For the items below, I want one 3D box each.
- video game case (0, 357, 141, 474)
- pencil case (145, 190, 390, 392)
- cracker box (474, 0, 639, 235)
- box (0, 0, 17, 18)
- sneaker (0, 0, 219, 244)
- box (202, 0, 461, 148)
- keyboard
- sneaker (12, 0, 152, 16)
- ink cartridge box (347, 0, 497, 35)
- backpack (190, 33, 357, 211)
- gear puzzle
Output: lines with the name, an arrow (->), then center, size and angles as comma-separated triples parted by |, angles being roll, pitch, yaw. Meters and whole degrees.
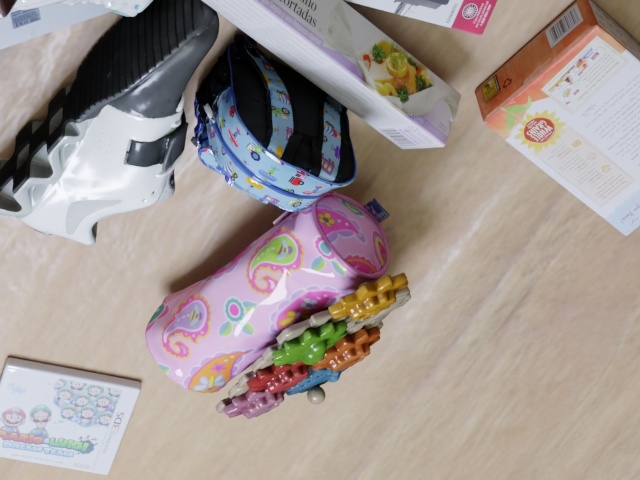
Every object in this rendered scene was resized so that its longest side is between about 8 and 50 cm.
video game case -> -0.303, 0.205, 1.996 | 0.157, 0.019, 0.143 | 12, 125, -16
pencil case -> -0.056, 0.052, 1.825 | 0.124, 0.124, 0.284 | 34, 126, -29
cracker box -> 0.296, -0.126, 1.787 | 0.232, 0.067, 0.156 | 36, 117, -28
box -> -0.355, -0.302, 1.473 | 0.169, 0.167, 0.203 | -7, 128, 18
sneaker -> -0.181, -0.114, 1.706 | 0.146, 0.122, 0.330 | 30, 128, -27
box -> 0.010, -0.188, 1.658 | 0.067, 0.063, 0.324 | -2, 153, 47
keyboard -> -0.277, -0.218, 1.605 | 0.256, 0.014, 0.072 | -23, 134, -22
sneaker -> -0.197, -0.240, 1.588 | 0.212, 0.080, 0.094 | -25, 139, -22
ink cartridge box -> 0.100, -0.271, 1.649 | 0.150, 0.063, 0.109 | 11, 126, -16
backpack -> -0.045, -0.095, 1.697 | 0.158, 0.173, 0.117 | 26, 120, -26
gear puzzle -> 0.016, 0.112, 1.828 | 0.175, 0.044, 0.339 | -18, 163, -29
